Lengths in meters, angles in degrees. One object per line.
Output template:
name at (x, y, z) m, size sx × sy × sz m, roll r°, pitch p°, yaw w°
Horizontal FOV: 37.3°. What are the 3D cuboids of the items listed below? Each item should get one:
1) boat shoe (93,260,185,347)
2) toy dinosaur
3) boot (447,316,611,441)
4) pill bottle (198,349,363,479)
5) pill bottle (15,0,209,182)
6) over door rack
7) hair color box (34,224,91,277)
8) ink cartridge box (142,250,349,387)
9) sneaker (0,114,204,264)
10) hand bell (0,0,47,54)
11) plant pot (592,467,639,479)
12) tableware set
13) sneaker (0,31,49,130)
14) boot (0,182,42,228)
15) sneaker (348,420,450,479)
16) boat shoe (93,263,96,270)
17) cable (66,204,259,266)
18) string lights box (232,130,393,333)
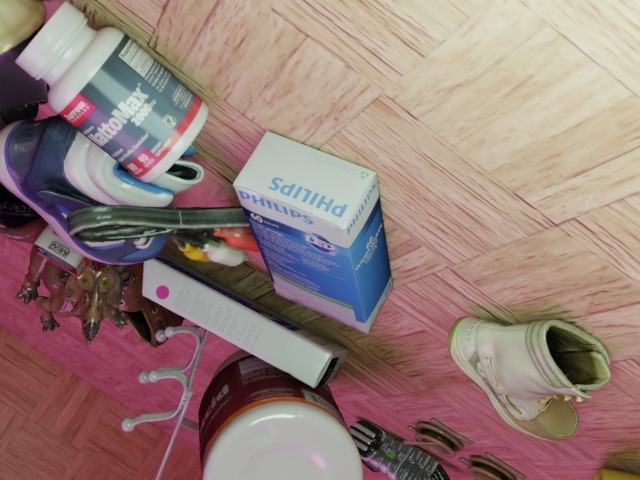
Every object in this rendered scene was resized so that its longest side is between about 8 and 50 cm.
boat shoe at (-0.319, 0.075, 1.599) m, size 0.110 × 0.104 × 0.307 m, roll 16°, pitch 152°, yaw 39°
toy dinosaur at (-0.385, 0.039, 1.449) m, size 0.296 × 0.127 × 0.200 m, roll 47°, pitch 145°, yaw 18°
boot at (0.263, 0.161, 1.070) m, size 0.213 × 0.077 × 0.165 m, roll 44°, pitch 153°, yaw -21°
pill bottle at (-0.076, 0.300, 1.463) m, size 0.224 × 0.224 × 0.392 m, roll 36°, pitch -178°, yaw -12°
pill bottle at (-0.214, -0.153, 0.972) m, size 0.180 × 0.108 × 0.108 m, roll 39°, pitch 157°, yaw -20°
over door rack at (-0.249, 0.266, 1.565) m, size 0.108 × 0.239 × 0.324 m, roll 10°, pitch 124°, yaw 1°
hair color box at (-0.337, -0.026, 1.357) m, size 0.072 × 0.141 × 0.043 m, roll 30°, pitch 155°, yaw 4°
ink cartridge box at (-0.140, 0.105, 1.420) m, size 0.371 × 0.069 × 0.176 m, roll 29°, pitch 180°, yaw 11°
sneaker at (-0.225, -0.050, 1.185) m, size 0.236 × 0.130 × 0.323 m, roll 4°, pitch 158°, yaw 30°
hand bell at (-0.376, -0.303, 0.915) m, size 0.126 × 0.126 × 0.242 m, roll 14°, pitch 139°, yaw 36°
plant pot at (0.460, 0.439, 1.216) m, size 0.239 × 0.254 × 0.254 m, roll 9°, pitch 153°, yaw 11°
tableware set at (0.237, 0.371, 1.596) m, size 0.194 × 0.039 × 0.128 m, roll 33°, pitch 158°, yaw -2°
sneaker at (-0.350, -0.178, 1.132) m, size 0.118 × 0.083 × 0.222 m, roll 28°, pitch 157°, yaw 7°
boot at (-0.546, -0.090, 1.553) m, size 0.246 × 0.094 × 0.207 m, roll 25°, pitch 162°, yaw -3°
sneaker at (0.152, 0.425, 1.784) m, size 0.228 × 0.086 × 0.132 m, roll 35°, pitch 165°, yaw 19°
boat shoe at (-0.404, 0.070, 1.773) m, size 0.152 × 0.049 × 0.056 m, roll 28°, pitch 157°, yaw 7°
cable at (-0.151, -0.005, 1.090) m, size 0.139 × 0.072 × 0.287 m, roll -12°, pitch 175°, yaw 30°
string lights box at (0.000, 0.000, 1.064) m, size 0.133 × 0.077 × 0.260 m, roll 23°, pitch 157°, yaw 19°
